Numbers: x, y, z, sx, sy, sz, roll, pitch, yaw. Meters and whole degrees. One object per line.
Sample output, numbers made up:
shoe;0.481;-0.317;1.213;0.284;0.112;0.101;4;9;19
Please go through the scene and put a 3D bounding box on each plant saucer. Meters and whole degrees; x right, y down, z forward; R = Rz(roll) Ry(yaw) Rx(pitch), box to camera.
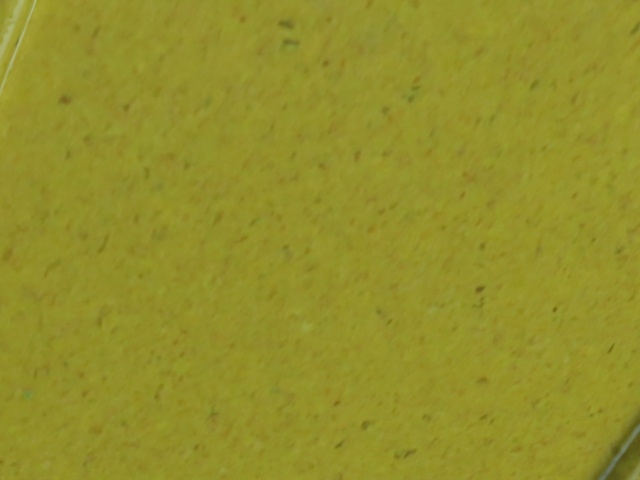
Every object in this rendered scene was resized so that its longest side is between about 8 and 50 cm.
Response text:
plant saucer;0.000;0.000;0.404;0.332;0.081;0.333;11;123;-29
